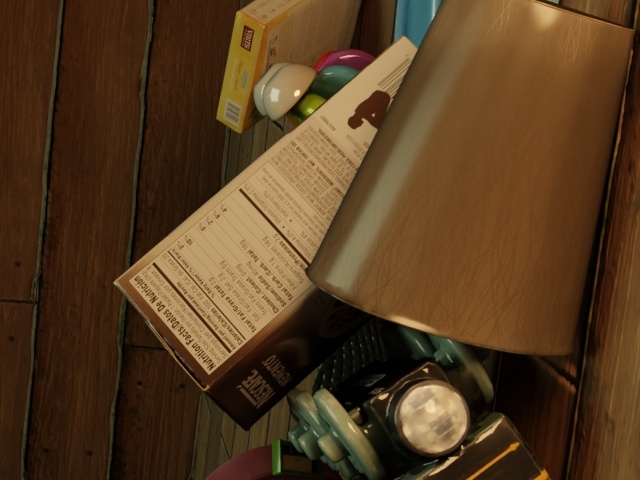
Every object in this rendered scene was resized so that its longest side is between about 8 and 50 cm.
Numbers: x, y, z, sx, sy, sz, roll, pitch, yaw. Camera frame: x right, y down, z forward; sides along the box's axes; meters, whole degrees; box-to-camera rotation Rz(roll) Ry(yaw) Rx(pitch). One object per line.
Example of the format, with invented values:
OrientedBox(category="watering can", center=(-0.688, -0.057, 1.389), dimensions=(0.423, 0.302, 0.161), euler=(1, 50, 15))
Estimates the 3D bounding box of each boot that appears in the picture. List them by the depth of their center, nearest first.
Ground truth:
OrientedBox(category="boot", center=(0.043, 0.097, 1.698), dimensions=(0.161, 0.083, 0.246), euler=(-75, -8, -77))

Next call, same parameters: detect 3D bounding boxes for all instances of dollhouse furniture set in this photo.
OrientedBox(category="dollhouse furniture set", center=(0.017, 0.213, 1.588), dimensions=(0.152, 0.059, 0.076), euler=(-24, 61, 46))

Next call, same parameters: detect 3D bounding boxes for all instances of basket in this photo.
OrientedBox(category="basket", center=(0.119, -0.056, 1.047), dimensions=(0.154, 0.204, 0.226), euler=(-132, 58, -67))

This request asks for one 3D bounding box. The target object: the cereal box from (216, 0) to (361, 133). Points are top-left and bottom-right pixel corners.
OrientedBox(category="cereal box", center=(-0.031, -0.257, 1.907), dimensions=(0.240, 0.047, 0.173), euler=(-41, -24, -42))

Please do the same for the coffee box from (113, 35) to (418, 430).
OrientedBox(category="coffee box", center=(0.000, 0.000, 1.213), dimensions=(0.119, 0.297, 0.168), euler=(47, 175, 18))

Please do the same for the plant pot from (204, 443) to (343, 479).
OrientedBox(category="plant pot", center=(-0.034, 0.354, 1.665), dimensions=(0.180, 0.201, 0.201), euler=(-130, 44, -55))

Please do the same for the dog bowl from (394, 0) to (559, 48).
OrientedBox(category="dog bowl", center=(0.132, -0.216, 1.299), dimensions=(0.297, 0.074, 0.165), euler=(148, 126, -76))

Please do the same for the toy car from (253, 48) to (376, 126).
OrientedBox(category="toy car", center=(0.018, -0.163, 1.783), dimensions=(0.136, 0.159, 0.182), euler=(-48, 12, -1))

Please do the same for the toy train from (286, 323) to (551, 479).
OrientedBox(category="toy train", center=(0.077, 0.166, 1.154), dimensions=(0.190, 0.142, 0.334), euler=(57, 171, 1))
